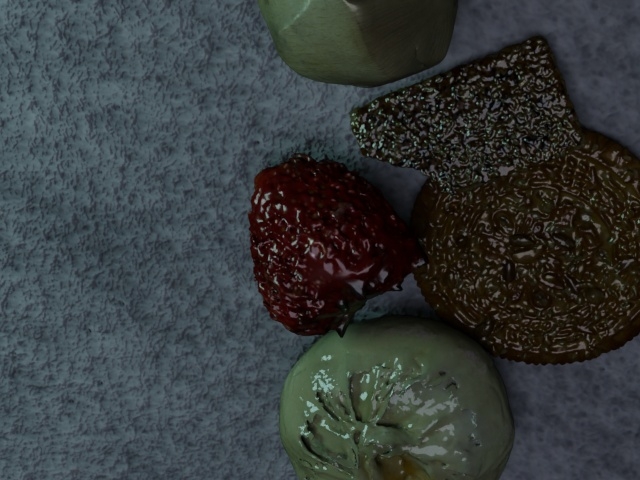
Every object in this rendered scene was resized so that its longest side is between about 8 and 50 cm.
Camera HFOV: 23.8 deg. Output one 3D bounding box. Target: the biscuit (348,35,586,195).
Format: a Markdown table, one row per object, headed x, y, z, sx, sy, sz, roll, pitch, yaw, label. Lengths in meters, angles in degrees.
| x | y | z | sx | sy | sz | roll | pitch | yaw | label |
| --- | --- | --- | --- | --- | --- | --- | --- | --- | --- |
| 0.153 | -0.119 | 1.624 | 0.237 | 0.026 | 0.131 | -20 | 89 | 18 | biscuit |

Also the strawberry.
| x | y | z | sx | sy | sz | roll | pitch | yaw | label |
| --- | --- | --- | --- | --- | --- | --- | --- | --- | --- |
| 0.000 | 0.000 | 1.654 | 0.184 | 0.187 | 0.201 | -36 | 89 | -11 | strawberry |

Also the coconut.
| x | y | z | sx | sy | sz | roll | pitch | yaw | label |
| --- | --- | --- | --- | --- | --- | --- | --- | --- | --- |
| 0.046 | -0.252 | 1.511 | 0.224 | 0.224 | 0.224 | 4 | 116 | 9 | coconut |

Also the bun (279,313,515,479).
| x | y | z | sx | sy | sz | roll | pitch | yaw | label |
| --- | --- | --- | --- | --- | --- | --- | --- | --- | --- |
| 0.082 | 0.226 | 1.750 | 0.287 | 0.146 | 0.287 | 8 | 122 | 13 | bun |

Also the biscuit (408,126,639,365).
| x | y | z | sx | sy | sz | roll | pitch | yaw | label |
| --- | --- | --- | --- | --- | --- | --- | --- | --- | --- |
| 0.246 | 0.011 | 1.682 | 0.305 | 0.038 | 0.305 | 4 | 116 | 9 | biscuit |
